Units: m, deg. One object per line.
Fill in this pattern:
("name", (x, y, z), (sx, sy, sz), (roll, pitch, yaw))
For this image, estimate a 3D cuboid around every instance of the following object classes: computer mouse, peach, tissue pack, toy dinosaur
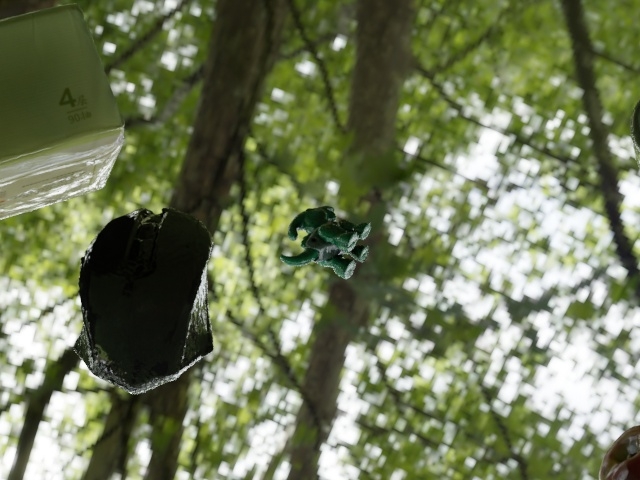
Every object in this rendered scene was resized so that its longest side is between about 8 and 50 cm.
("computer mouse", (-0.124, 0.030, 1.032), (0.099, 0.057, 0.172), (-3, -133, 5))
("peach", (0.272, 0.203, 1.176), (0.100, 0.101, 0.101), (16, -150, -10))
("tissue pack", (-0.280, -0.078, 1.101), (0.234, 0.159, 0.125), (-18, -100, -17))
("toy dinosaur", (0.000, 0.000, 1.699), (0.096, 0.059, 0.132), (19, -147, 26))

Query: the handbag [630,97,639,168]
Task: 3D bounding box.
("handbag", (0.236, -0.057, 0.528), (0.219, 0.079, 0.256), (-28, -154, -10))
